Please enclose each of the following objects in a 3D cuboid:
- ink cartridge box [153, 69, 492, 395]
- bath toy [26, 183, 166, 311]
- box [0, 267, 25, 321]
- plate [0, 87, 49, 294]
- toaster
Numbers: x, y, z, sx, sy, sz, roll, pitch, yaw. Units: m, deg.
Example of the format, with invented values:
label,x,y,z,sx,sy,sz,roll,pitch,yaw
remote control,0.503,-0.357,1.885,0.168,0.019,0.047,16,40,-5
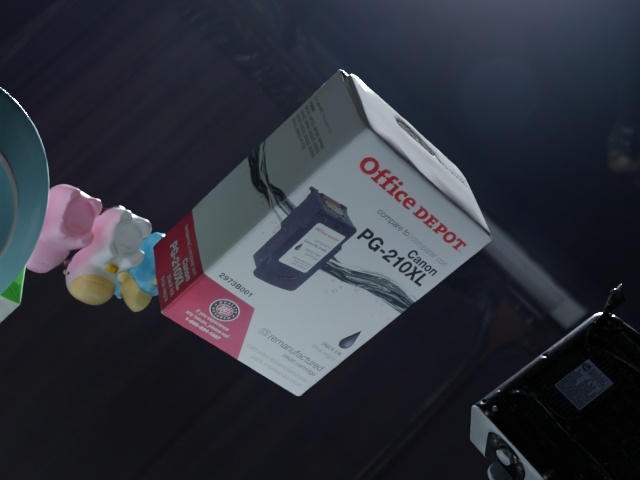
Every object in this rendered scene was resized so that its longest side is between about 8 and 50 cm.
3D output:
label,x,y,z,sx,sy,sz,roll,pitch,yaw
ink cartridge box,0.000,0.000,0.853,0.172,0.237,0.100,37,21,-34
bath toy,-0.371,-0.011,1.412,0.129,0.151,0.348,5,-21,40
box,-0.513,0.033,1.131,0.262,0.231,0.127,35,30,-34
plate,-0.251,-0.018,0.607,0.024,0.188,0.188,31,-18,44
toaster,0.239,0.166,0.831,0.168,0.185,0.110,47,-21,26
